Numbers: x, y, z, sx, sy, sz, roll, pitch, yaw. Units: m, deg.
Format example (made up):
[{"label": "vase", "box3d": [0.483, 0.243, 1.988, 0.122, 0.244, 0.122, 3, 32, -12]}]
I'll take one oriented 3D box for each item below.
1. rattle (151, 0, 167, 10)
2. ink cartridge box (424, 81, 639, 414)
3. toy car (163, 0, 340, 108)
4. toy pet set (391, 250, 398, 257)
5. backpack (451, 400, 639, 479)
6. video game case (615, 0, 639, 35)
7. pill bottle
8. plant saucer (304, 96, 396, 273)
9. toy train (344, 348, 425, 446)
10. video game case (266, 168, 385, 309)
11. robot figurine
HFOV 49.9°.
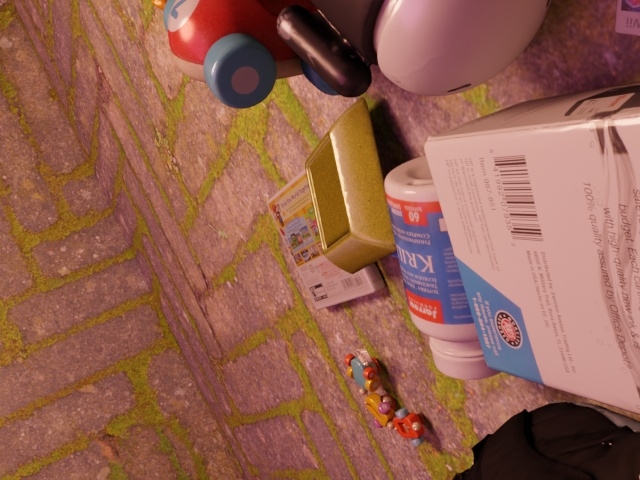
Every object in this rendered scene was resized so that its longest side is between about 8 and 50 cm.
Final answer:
[{"label": "rattle", "box3d": [-0.175, -0.282, 1.044, 0.130, 0.143, 0.199, 40, 142, 10]}, {"label": "ink cartridge box", "box3d": [0.242, 0.003, 0.498, 0.307, 0.129, 0.223, 7, 117, 61]}, {"label": "toy car", "box3d": [-0.066, -0.300, 0.746, 0.219, 0.210, 0.238, -127, 32, -48]}, {"label": "toy pet set", "box3d": [0.113, 0.022, 0.832, 0.122, 0.065, 0.114, 50, 150, 29]}, {"label": "backpack", "box3d": [0.210, 0.275, 0.590, 0.273, 0.290, 0.355, 35, 178, -7]}, {"label": "video game case", "box3d": [0.243, -0.197, 0.461, 0.087, 0.011, 0.122, 32, 139, 49]}, {"label": "pill bottle", "box3d": [0.145, 0.027, 0.709, 0.124, 0.124, 0.221, 19, 128, 56]}, {"label": "plant saucer", "box3d": [0.027, -0.058, 0.872, 0.188, 0.045, 0.188, 141, 118, -71]}, {"label": "toy train", "box3d": [0.105, 0.234, 1.059, 0.166, 0.046, 0.125, 59, 153, 6]}, {"label": "video game case", "box3d": [0.000, 0.000, 1.076, 0.206, 0.026, 0.227, 65, 155, 2]}, {"label": "robot figurine", "box3d": [0.064, -0.247, 0.567, 0.278, 0.173, 0.209, 50, 153, 16]}]
